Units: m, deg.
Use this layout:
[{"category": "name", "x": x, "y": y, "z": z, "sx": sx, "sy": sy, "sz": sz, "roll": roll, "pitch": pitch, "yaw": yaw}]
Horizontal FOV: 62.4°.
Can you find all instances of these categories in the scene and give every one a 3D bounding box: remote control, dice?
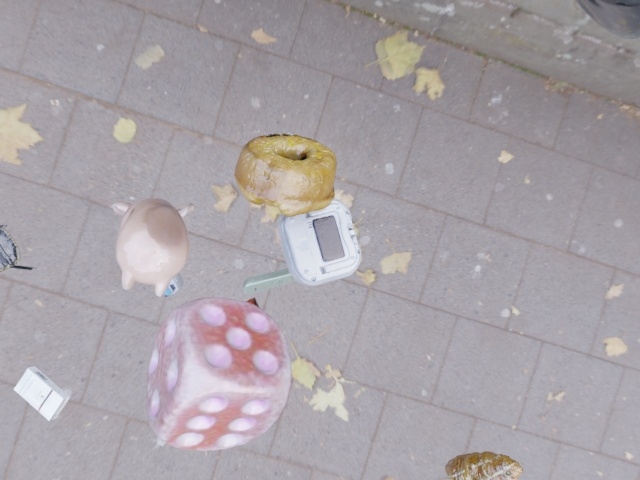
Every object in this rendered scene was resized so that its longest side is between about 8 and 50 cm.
[{"category": "remote control", "x": -0.129, "y": 0.131, "z": 1.901, "sx": 0.309, "sy": 0.090, "sz": 0.038, "roll": -13, "pitch": 63, "yaw": -14}, {"category": "dice", "x": -0.083, "y": 0.108, "z": 0.429, "sx": 0.094, "sy": 0.091, "sz": 0.093, "roll": 14, "pitch": 127, "yaw": -29}]

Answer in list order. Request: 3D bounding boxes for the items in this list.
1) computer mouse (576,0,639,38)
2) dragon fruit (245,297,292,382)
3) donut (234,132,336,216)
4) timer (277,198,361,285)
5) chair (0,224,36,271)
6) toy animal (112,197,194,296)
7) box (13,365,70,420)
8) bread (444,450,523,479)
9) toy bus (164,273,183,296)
[{"category": "computer mouse", "x": 0.490, "y": -0.410, "z": 0.774, "sx": 0.114, "sy": 0.374, "sz": 0.203, "roll": 31, "pitch": 118, "yaw": -18}, {"category": "dragon fruit", "x": -0.257, "y": 0.344, "z": 1.428, "sx": 0.329, "sy": 0.228, "sz": 0.286, "roll": -23, "pitch": 87, "yaw": -11}, {"category": "donut", "x": -0.094, "y": -0.198, "z": 1.533, "sx": 0.299, "sy": 0.317, "sz": 0.150, "roll": 11, "pitch": 122, "yaw": -8}, {"category": "timer", "x": 0.000, "y": 0.000, "z": 1.638, "sx": 0.237, "sy": 0.087, "sz": 0.262, "roll": -15, "pitch": 87, "yaw": -15}, {"category": "chair", "x": -1.011, "y": 0.041, "z": 1.599, "sx": 0.172, "sy": 0.247, "sz": 0.159, "roll": -36, "pitch": 122, "yaw": -29}, {"category": "toy animal", "x": -0.350, "y": -0.007, "z": 1.095, "sx": 0.166, "sy": 0.250, "sz": 0.154, "roll": 19, "pitch": 108, "yaw": -26}, {"category": "box", "x": -0.845, "y": 0.463, "z": 1.603, "sx": 0.154, "sy": 0.040, "sz": 0.084, "roll": 35, "pitch": 91, "yaw": 10}, {"category": "bread", "x": 0.371, "y": 0.557, "z": 1.247, "sx": 0.076, "sy": 0.233, "sz": 0.105, "roll": -19, "pitch": 79, "yaw": -35}, {"category": "toy bus", "x": -0.493, "y": 0.116, "z": 1.709, "sx": 0.075, "sy": 0.060, "sz": 0.123, "roll": -14, "pitch": 116, "yaw": 21}]
